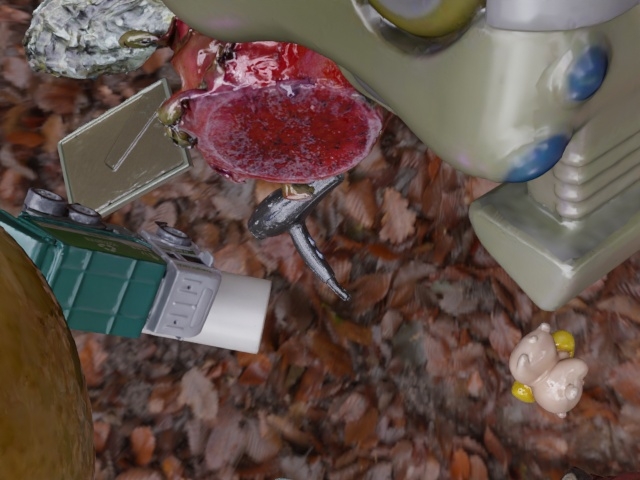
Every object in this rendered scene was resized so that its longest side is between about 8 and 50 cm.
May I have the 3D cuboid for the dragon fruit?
[{"bbox_3d":[-0.039,-0.131,0.887,0.282,0.211,0.147,-3,74,-5],"label":"dragon fruit"}]

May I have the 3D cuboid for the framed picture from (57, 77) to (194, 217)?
[{"bbox_3d":[-0.358,-0.156,1.761,0.266,0.018,0.192,-26,67,21],"label":"framed picture"}]

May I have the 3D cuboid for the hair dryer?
[{"bbox_3d":[0.000,0.000,1.596,0.196,0.075,0.219,-32,92,33],"label":"hair dryer"}]

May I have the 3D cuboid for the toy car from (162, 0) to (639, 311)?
[{"bbox_3d":[0.066,-0.154,0.534,0.336,0.242,0.226,36,146,39],"label":"toy car"}]

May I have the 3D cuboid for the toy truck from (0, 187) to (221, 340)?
[{"bbox_3d":[-0.219,0.031,0.945,0.253,0.124,0.114,15,103,-39],"label":"toy truck"}]

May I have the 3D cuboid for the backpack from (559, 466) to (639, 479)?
[{"bbox_3d":[0.274,0.299,0.806,0.139,0.229,0.229,-8,101,-18],"label":"backpack"}]

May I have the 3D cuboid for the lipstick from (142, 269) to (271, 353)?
[{"bbox_3d":[-0.223,0.056,1.105,0.327,0.087,0.087,12,102,-2],"label":"lipstick"}]

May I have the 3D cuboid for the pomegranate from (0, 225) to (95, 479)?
[{"bbox_3d":[-0.292,0.100,0.374,0.417,0.416,0.416,2,101,8],"label":"pomegranate"}]

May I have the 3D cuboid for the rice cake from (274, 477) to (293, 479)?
[{"bbox_3d":[-0.075,0.334,1.162,0.042,0.030,0.180,19,134,-21],"label":"rice cake"}]

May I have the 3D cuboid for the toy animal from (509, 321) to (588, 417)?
[{"bbox_3d":[0.262,0.144,1.078,0.091,0.114,0.082,-39,51,-13],"label":"toy animal"}]

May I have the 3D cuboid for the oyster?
[{"bbox_3d":[-0.367,-0.367,1.717,0.351,0.162,0.158,-2,81,24],"label":"oyster"}]
